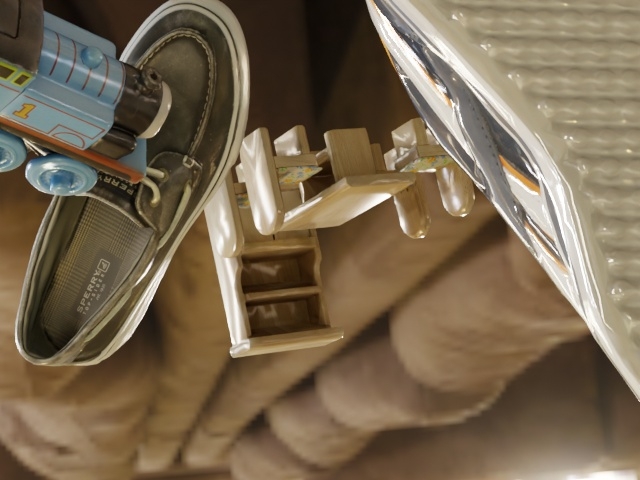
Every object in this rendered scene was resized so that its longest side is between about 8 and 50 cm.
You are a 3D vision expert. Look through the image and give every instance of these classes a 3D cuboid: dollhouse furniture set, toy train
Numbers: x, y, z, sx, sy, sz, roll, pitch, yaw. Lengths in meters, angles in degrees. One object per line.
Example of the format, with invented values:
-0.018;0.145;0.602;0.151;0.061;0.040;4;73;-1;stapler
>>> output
0.000;0.000;1.624;0.212;0.161;0.242;-6;167;-32;dollhouse furniture set
-0.168;-0.088;0.984;0.184;0.080;0.105;23;143;-35;toy train

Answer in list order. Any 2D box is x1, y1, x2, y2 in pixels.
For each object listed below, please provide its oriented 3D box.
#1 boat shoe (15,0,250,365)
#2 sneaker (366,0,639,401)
-0.151;-0.038;1.413;0.121;0.335;0.119;23;-168;7;boat shoe
0.128;-0.036;0.695;0.126;0.321;0.127;-33;171;0;sneaker
